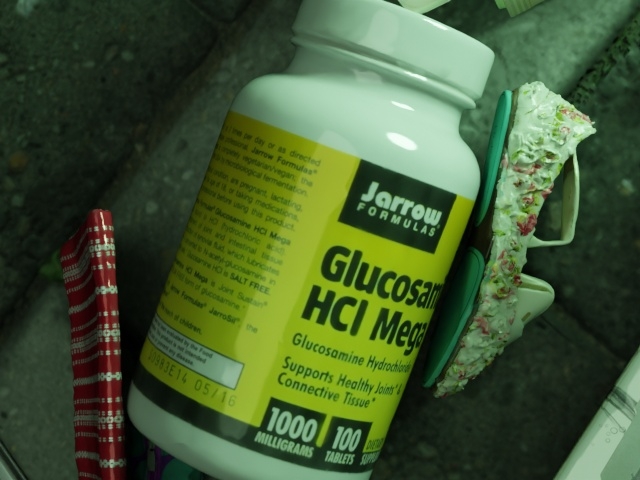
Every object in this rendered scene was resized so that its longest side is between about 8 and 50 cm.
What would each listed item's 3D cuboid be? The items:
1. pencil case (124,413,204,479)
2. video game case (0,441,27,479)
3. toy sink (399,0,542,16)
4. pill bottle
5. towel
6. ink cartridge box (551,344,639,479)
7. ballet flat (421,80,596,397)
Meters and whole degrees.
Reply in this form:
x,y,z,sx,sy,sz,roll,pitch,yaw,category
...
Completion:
x,y,z,sx,sy,sz,roll,pitch,yaw,category
-0.125,0.213,0.998,0.065,0.070,0.151,2,89,18,pencil case
-0.321,0.262,1.087,0.190,0.022,0.173,-42,75,12,video game case
0.146,-0.259,0.898,0.234,0.131,0.152,-26,80,11,toy sink
0.000,0.000,0.904,0.188,0.188,0.333,21,95,18,pill bottle
-0.172,0.123,0.963,0.031,0.199,0.274,-2,85,-16,towel
0.266,0.173,0.844,0.198,0.115,0.272,33,98,17,ink cartridge box
0.140,0.006,0.916,0.077,0.091,0.240,15,97,-5,ballet flat
